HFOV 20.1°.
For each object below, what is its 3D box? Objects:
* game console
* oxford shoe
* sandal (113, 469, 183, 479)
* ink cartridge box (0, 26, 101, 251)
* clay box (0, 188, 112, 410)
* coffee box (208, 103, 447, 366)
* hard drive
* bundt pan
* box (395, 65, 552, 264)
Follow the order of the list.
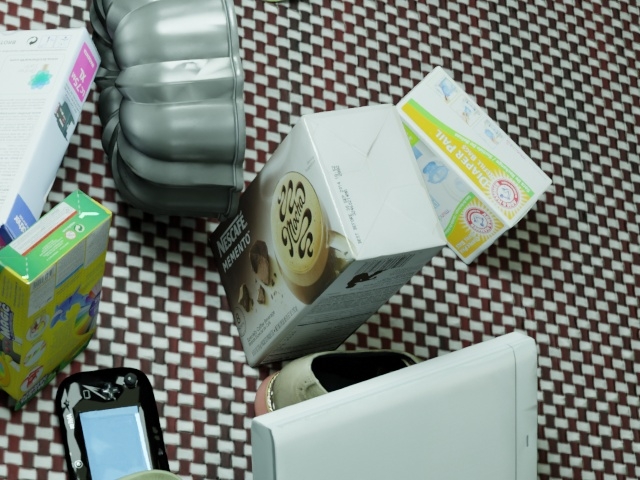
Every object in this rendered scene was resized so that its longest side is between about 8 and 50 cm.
[{"bbox_3d":[-0.204,0.301,1.829,0.213,0.044,0.361,-1,64,-29],"label":"game console"},{"bbox_3d":[0.109,0.188,2.004,0.348,0.130,0.123,5,61,-26],"label":"oxford shoe"},{"bbox_3d":[-0.230,0.294,1.728,0.302,0.086,0.120,-30,86,-41],"label":"sandal"},{"bbox_3d":[-0.358,-0.086,1.847,0.185,0.065,0.311,1,52,21],"label":"ink cartridge box"},{"bbox_3d":[-0.277,0.065,1.819,0.053,0.222,0.127,35,50,15],"label":"clay box"},{"bbox_3d":[0.000,0.000,1.944,0.118,0.297,0.168,-9,70,-28],"label":"coffee box"},{"bbox_3d":[0.087,0.251,1.926,0.353,0.047,0.233,-15,113,-33],"label":"hard drive"},{"bbox_3d":[-0.175,-0.178,1.950,0.124,0.331,0.331,-6,66,-13],"label":"bundt pan"},{"bbox_3d":[0.162,-0.090,2.197,0.203,0.114,0.103,46,53,-1],"label":"box"}]
